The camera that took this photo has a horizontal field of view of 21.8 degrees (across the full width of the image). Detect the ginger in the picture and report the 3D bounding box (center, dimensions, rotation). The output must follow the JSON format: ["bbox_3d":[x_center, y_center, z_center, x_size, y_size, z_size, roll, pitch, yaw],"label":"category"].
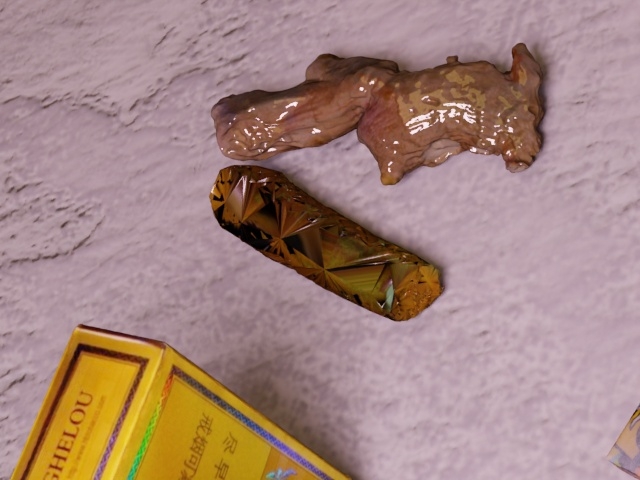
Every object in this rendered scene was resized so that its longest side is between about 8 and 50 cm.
[{"bbox_3d":[0.047,-0.103,1.379,0.290,0.084,0.122,2,82,27],"label":"ginger"}]

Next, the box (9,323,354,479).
[{"bbox_3d":[-0.089,0.207,1.131,0.084,0.301,0.193,10,70,34],"label":"box"}]

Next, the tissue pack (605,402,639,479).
[{"bbox_3d":[0.248,0.145,1.139,0.083,0.035,0.063,27,79,38],"label":"tissue pack"}]

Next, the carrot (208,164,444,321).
[{"bbox_3d":[-0.001,0.001,1.350,0.228,0.069,0.069,30,81,37],"label":"carrot"}]
